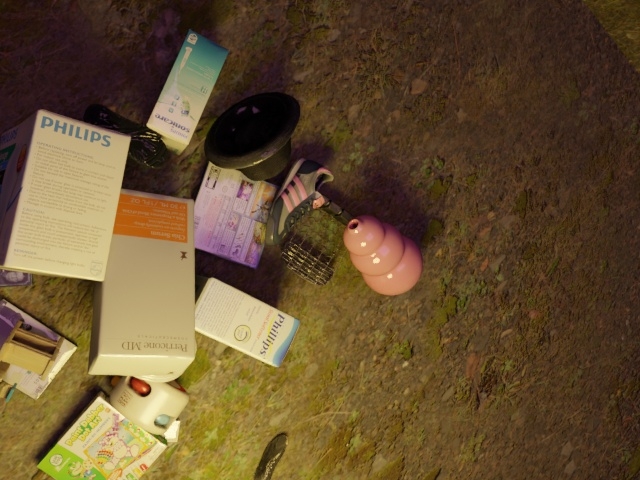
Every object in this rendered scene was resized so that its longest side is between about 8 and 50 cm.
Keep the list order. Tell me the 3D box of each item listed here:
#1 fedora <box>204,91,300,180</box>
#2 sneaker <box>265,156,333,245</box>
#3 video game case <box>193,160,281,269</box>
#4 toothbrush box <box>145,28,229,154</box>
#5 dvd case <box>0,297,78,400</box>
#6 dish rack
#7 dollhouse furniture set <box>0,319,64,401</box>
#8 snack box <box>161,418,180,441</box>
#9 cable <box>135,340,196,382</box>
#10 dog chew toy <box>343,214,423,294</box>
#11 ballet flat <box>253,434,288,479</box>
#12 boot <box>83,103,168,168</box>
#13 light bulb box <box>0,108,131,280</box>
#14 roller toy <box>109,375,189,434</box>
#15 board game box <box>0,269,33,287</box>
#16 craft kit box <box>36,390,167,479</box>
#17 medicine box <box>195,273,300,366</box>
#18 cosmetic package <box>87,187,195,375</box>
[{"bbox_3d":[-0.182,-0.291,1.766,0.334,0.334,0.152,-40,135,-16],"label":"fedora"},{"bbox_3d":[-0.064,-0.112,1.812,0.131,0.112,0.319,18,68,12],"label":"sneaker"},{"bbox_3d":[-0.271,-0.077,1.810,0.244,0.061,0.269,21,82,-19],"label":"video game case"},{"bbox_3d":[-0.389,-0.412,1.689,0.126,0.216,0.295,25,80,-18],"label":"toothbrush box"},{"bbox_3d":[-0.822,0.298,1.620,0.239,0.029,0.179,39,77,-16],"label":"dvd case"},{"bbox_3d":[0.000,0.000,1.908,0.208,0.074,0.271,34,80,-15],"label":"dish rack"},{"bbox_3d":[-0.789,0.334,1.567,0.129,0.129,0.183,27,104,-19],"label":"dollhouse furniture set"},{"bbox_3d":[-0.506,0.554,1.737,0.178,0.022,0.064,9,88,-20],"label":"snack box"},{"bbox_3d":[-0.473,0.281,1.632,0.257,0.257,0.089,24,110,-12],"label":"cable"},{"bbox_3d":[0.186,0.036,1.861,0.332,0.207,0.206,43,74,-44],"label":"dog chew toy"},{"bbox_3d":[-0.154,0.689,1.861,0.173,0.057,0.049,-59,148,-10],"label":"ballet flat"},{"bbox_3d":[-0.543,-0.258,1.633,0.246,0.207,0.094,32,68,-13],"label":"boot"},{"bbox_3d":[-0.672,-0.095,1.473,0.225,0.358,0.361,14,79,-39],"label":"light bulb box"},{"bbox_3d":[-0.483,0.442,1.657,0.209,0.191,0.146,39,78,-16],"label":"roller toy"},{"bbox_3d":[-0.871,0.005,1.598,0.165,0.042,0.243,-3,90,-21],"label":"board game box"},{"bbox_3d":[-0.608,0.596,1.667,0.247,0.061,0.250,42,84,-12],"label":"craft kit box"},{"bbox_3d":[-0.246,0.225,1.708,0.289,0.263,0.149,28,79,-18],"label":"medicine box"},{"bbox_3d":[-0.452,0.104,1.518,0.230,0.161,0.453,7,60,-26],"label":"cosmetic package"}]
